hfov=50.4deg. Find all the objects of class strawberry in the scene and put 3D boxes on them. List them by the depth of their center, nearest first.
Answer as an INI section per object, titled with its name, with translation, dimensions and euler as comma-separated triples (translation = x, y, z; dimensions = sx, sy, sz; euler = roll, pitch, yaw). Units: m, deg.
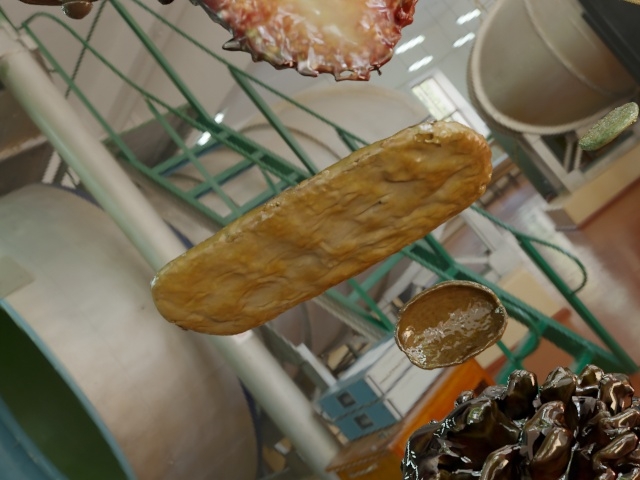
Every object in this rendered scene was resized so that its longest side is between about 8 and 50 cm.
[strawberry]
translation = -0.038, -0.253, 0.577
dimensions = 0.234, 0.306, 0.138
euler = -11, -7, 0

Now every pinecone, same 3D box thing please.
[pinecone]
translation = 0.282, 0.337, 0.853
dimensions = 0.398, 0.397, 0.398
euler = -39, -2, -1

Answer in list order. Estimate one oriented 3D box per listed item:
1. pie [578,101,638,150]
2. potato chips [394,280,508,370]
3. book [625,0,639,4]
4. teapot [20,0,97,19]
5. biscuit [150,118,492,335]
[pie]
translation = 0.366, -0.144, 0.860
dimensions = 0.085, 0.017, 0.085
euler = -39, 9, 7
[potato chips]
translation = 0.234, 0.153, 1.246
dimensions = 0.202, 0.150, 0.049
euler = -32, -11, 2
[book]
translation = 0.493, -0.442, 1.108
dimensions = 0.228, 0.160, 0.024
euler = -75, -2, -47
[teapot]
translation = -0.332, -0.440, 0.934
dimensions = 0.224, 0.285, 0.305
euler = -8, 3, 26
[biscuit]
translation = 0.000, 0.000, 0.450
dimensions = 0.247, 0.029, 0.118
euler = -30, -29, 16
